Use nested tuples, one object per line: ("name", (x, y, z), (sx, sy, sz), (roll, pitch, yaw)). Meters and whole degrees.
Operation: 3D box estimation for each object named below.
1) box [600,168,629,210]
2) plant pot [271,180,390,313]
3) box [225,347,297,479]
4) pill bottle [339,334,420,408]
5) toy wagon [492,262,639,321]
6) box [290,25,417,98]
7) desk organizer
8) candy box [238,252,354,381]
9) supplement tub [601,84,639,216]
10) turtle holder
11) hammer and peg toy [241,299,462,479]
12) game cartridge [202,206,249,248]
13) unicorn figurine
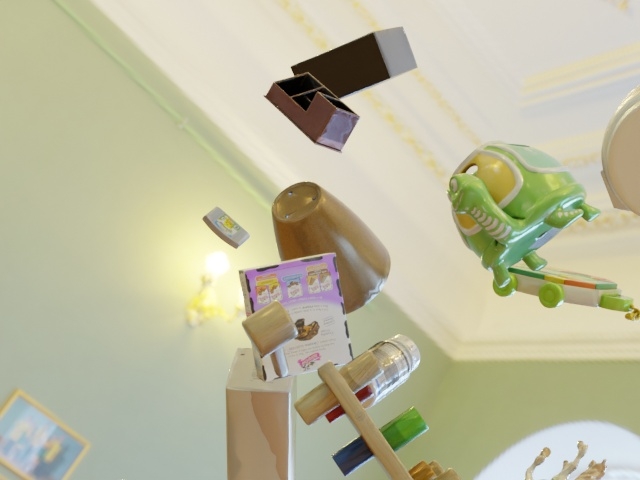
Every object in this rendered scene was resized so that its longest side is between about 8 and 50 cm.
("box", (0.542, -0.109, 1.692), (0.102, 0.101, 0.087), (14, -37, 48))
("plant pot", (0.000, 0.000, 2.211), (0.237, 0.237, 0.254), (12, -32, 37))
("box", (-0.111, 0.375, 1.952), (0.121, 0.148, 0.311), (3, -62, 4))
("pill bottle", (0.096, 0.207, 1.637), (0.078, 0.137, 0.078), (18, -60, 34))
("toy wagon", (0.561, 0.111, 2.268), (0.344, 0.068, 0.267), (13, 8, 42))
("box", (0.075, -0.354, 2.074), (0.184, 0.261, 0.103), (-22, -84, 21))
("desk organizer", (-0.011, -0.162, 1.238), (0.047, 0.050, 0.130), (14, 23, -42))
("candy box", (-0.043, 0.132, 1.773), (0.070, 0.165, 0.196), (176, -96, -74))
("supplement tub", (0.481, -0.125, 1.374), (0.191, 0.272, 0.191), (4, -77, 18))
("turtle holder", (0.342, -0.059, 1.910), (0.227, 0.320, 0.243), (53, -34, 17))
("hammer and peg toy", (0.046, 0.233, 1.401), (0.361, 0.127, 0.266), (55, -5, 8))
("game cartridge", (-0.169, -0.022, 1.816), (0.083, 0.056, 0.017), (41, -55, 1))
("unicorn figurine", (0.244, 0.276, 1.099), (0.060, 0.111, 0.162), (34, -26, 12))
